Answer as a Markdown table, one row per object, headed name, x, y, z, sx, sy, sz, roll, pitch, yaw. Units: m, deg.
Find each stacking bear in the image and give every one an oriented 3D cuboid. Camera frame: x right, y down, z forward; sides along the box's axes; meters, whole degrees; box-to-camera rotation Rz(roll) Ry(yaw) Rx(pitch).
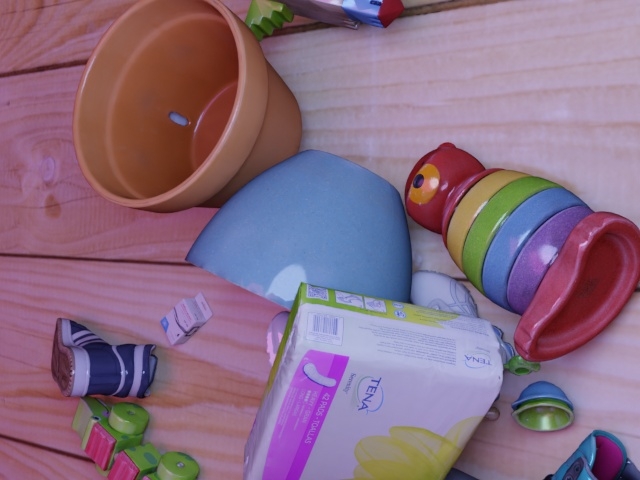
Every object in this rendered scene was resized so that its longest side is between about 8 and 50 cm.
| name | x | y | z | sx | sy | sz | roll | pitch | yaw |
| --- | --- | --- | --- | --- | --- | --- | --- | --- | --- |
| stacking bear | 0.209 | -0.015 | 0.960 | 0.289 | 0.164 | 0.175 | 41 | 114 | 41 |

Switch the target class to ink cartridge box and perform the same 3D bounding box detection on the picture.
| name | x | y | z | sx | sy | sz | roll | pitch | yaw |
| --- | --- | --- | --- | --- | --- | --- | --- | --- | --- |
| ink cartridge box | -0.217 | 0.126 | 1.334 | 0.083 | 0.028 | 0.048 | -43 | 66 | 26 |

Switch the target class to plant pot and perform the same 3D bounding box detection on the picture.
| name | x | y | z | sx | sy | sz | roll | pitch | yaw |
| --- | --- | --- | --- | --- | --- | --- | --- | --- | --- |
| plant pot | 0.000 | 0.000 | 1.052 | 0.290 | 0.290 | 0.195 | 22 | 84 | 34 |
| plant pot | -0.159 | -0.164 | 1.121 | 0.290 | 0.203 | 0.291 | -8 | 74 | 32 |

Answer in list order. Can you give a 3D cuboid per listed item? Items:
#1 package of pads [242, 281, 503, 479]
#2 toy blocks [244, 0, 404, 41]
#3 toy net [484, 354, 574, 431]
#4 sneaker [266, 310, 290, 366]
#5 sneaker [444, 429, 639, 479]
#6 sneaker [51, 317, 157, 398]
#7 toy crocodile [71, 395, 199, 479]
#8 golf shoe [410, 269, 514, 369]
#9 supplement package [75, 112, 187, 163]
| name | x | y | z | sx | sy | sz | roll | pitch | yaw |
| --- | --- | --- | --- | --- | --- | --- | --- | --- | --- |
| package of pads | 0.052 | 0.196 | 0.925 | 0.101 | 0.229 | 0.297 | -90 | 14 | -50 |
| toy blocks | 0.071 | -0.423 | 1.064 | 0.260 | 0.191 | 0.382 | 19 | 91 | 17 |
| toy net | 0.180 | 0.202 | 0.997 | 0.232 | 0.122 | 0.045 | -23 | 44 | 33 |
| sneaker | 0.004 | 0.201 | 1.139 | 0.094 | 0.090 | 0.235 | -25 | 88 | 36 |
| sneaker | 0.264 | 0.287 | 0.932 | 0.295 | 0.123 | 0.178 | 24 | 99 | 37 |
| sneaker | -0.371 | 0.202 | 1.414 | 0.282 | 0.153 | 0.099 | -158 | 74 | -65 |
| toy crocodile | -0.302 | 0.366 | 1.342 | 0.340 | 0.105 | 0.115 | 34 | 108 | 32 |
| golf shoe | 0.162 | 0.100 | 1.033 | 0.176 | 0.086 | 0.069 | 44 | 114 | 29 |
| supplement package | -0.262 | -0.197 | 1.311 | 0.139 | 0.134 | 0.244 | 34 | 108 | 32 |
